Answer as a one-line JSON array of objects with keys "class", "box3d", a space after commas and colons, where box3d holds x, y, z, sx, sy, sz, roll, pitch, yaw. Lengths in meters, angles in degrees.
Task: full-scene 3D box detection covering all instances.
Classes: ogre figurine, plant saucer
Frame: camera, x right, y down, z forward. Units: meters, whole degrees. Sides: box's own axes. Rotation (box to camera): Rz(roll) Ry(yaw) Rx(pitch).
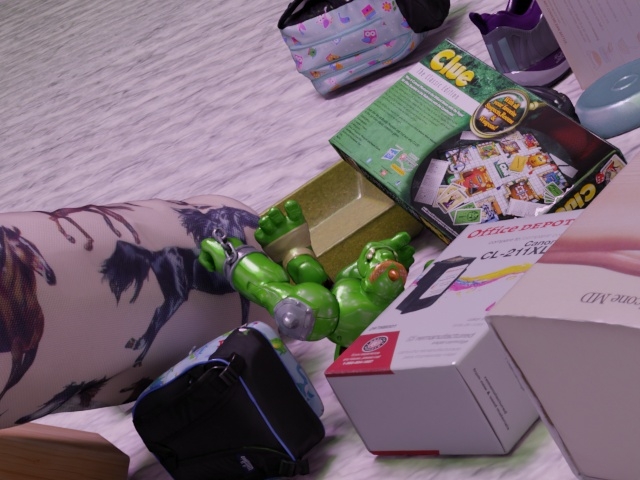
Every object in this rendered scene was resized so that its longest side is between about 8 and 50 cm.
[{"class": "ogre figurine", "box3d": [0.025, 0.038, 1.350, 0.097, 0.197, 0.118, -54, 32, 14]}, {"class": "plant saucer", "box3d": [0.255, -0.123, 1.584, 0.119, 0.021, 0.119, -27, 19, 10]}, {"class": "plant saucer", "box3d": [0.000, 0.000, 1.616, 0.188, 0.045, 0.188, -34, 18, -12]}]

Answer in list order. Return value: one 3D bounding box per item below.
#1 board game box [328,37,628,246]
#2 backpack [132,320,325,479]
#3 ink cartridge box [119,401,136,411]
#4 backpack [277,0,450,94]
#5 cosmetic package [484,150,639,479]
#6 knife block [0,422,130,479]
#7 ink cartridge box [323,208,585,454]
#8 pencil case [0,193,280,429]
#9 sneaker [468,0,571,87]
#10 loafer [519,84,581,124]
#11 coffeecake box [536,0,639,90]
[{"class": "board game box", "box3d": [0.117, -0.068, 1.502, 0.136, 0.030, 0.260, -42, 36, -3]}, {"class": "backpack", "box3d": [-0.061, 0.118, 1.308, 0.114, 0.105, 0.084, -27, 11, 38]}, {"class": "ink cartridge box", "box3d": [-0.151, 0.080, 1.618, 0.099, 0.056, 0.135, -32, 18, -8]}, {"class": "backpack", "box3d": [0.044, -0.239, 2.074, 0.182, 0.115, 0.152, -23, 8, 23]}, {"class": "cosmetic package", "box3d": [0.250, -0.002, 1.058, 0.296, 0.129, 0.153, -45, 27, -27]}, {"class": "knife block", "box3d": [-0.310, 0.151, 1.380, 0.276, 0.242, 0.088, -35, 19, -15]}, {"class": "ink cartridge box", "box3d": [0.108, 0.059, 1.247, 0.127, 0.072, 0.175, -9, 28, 49]}, {"class": "pencil case", "box3d": [-0.195, 0.060, 1.345, 0.183, 0.160, 0.410, -35, -16, 34]}, {"class": "sneaker", "box3d": [0.234, -0.228, 1.771, 0.224, 0.098, 0.083, -41, 21, -28]}, {"class": "loafer", "box3d": [0.135, -0.098, 1.616, 0.078, 0.076, 0.223, -28, 20, -18]}, {"class": "coffeecake box", "box3d": [0.280, -0.235, 1.647, 0.185, 0.142, 0.068, -23, 20, 20]}]
